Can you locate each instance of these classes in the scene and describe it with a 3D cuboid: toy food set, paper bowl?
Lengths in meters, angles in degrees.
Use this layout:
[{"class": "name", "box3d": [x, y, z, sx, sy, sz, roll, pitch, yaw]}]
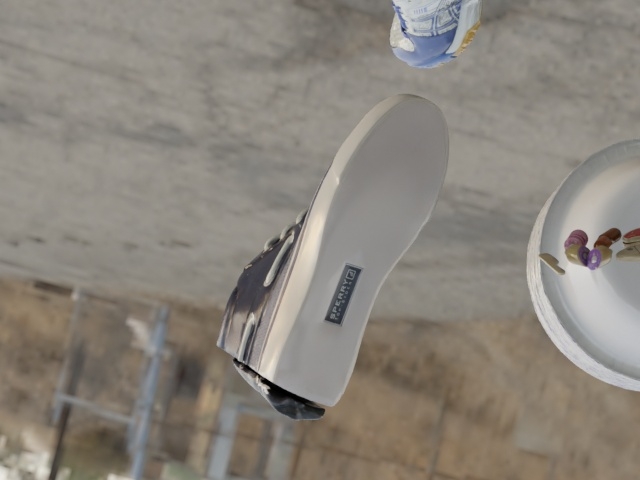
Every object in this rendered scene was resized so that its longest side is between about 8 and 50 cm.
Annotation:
[{"class": "toy food set", "box3d": [0.276, 0.003, 1.547, 0.122, 0.019, 0.078, -12, -159, -11]}, {"class": "paper bowl", "box3d": [0.382, 0.023, 1.789, 0.284, 0.284, 0.148, 15, 169, 1]}]

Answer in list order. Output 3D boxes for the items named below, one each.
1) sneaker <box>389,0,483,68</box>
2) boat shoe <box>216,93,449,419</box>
[{"class": "sneaker", "box3d": [0.109, -0.272, 1.648, 0.131, 0.112, 0.296, -3, 159, -19]}, {"class": "boat shoe", "box3d": [0.000, 0.000, 1.621, 0.127, 0.340, 0.158, 26, 179, -33]}]
